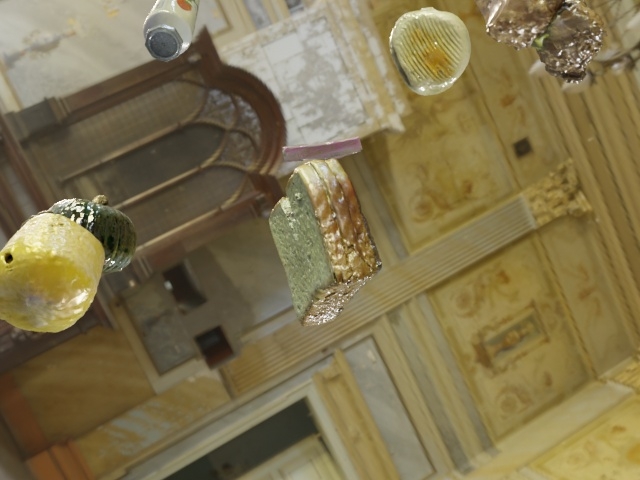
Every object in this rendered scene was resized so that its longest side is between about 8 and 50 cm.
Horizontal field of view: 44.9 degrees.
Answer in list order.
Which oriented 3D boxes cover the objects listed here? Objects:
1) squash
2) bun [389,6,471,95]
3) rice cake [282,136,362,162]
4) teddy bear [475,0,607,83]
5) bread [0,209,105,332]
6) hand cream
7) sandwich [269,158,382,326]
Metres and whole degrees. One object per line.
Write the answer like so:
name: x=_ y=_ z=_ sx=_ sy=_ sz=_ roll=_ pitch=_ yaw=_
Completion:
squash: x=-0.504 y=-0.005 z=1.679 sx=0.218 sy=0.218 sz=0.173 roll=139 pitch=-63 yaw=-75
bun: x=0.304 y=-0.542 z=2.203 sx=0.153 sy=0.243 sz=0.244 roll=-70 pitch=135 yaw=-77
rice cake: x=0.004 y=-0.231 z=1.966 sx=0.036 sy=0.206 sz=0.047 roll=-115 pitch=-160 yaw=-61
teddy bear: x=0.430 y=-0.476 z=1.519 sx=0.246 sy=0.222 sz=0.296 roll=120 pitch=-28 yaw=-58
bread: x=-0.492 y=0.058 z=1.391 sx=0.170 sy=0.197 sz=0.197 roll=-86 pitch=164 yaw=-52
hand cream: x=-0.185 y=-0.317 z=1.025 sx=0.095 sy=0.059 sz=0.276 roll=-50 pitch=-157 yaw=32
sandwich: x=-0.002 y=0.000 z=1.412 sx=0.273 sy=0.095 sz=0.249 roll=125 pitch=-50 yaw=-62
